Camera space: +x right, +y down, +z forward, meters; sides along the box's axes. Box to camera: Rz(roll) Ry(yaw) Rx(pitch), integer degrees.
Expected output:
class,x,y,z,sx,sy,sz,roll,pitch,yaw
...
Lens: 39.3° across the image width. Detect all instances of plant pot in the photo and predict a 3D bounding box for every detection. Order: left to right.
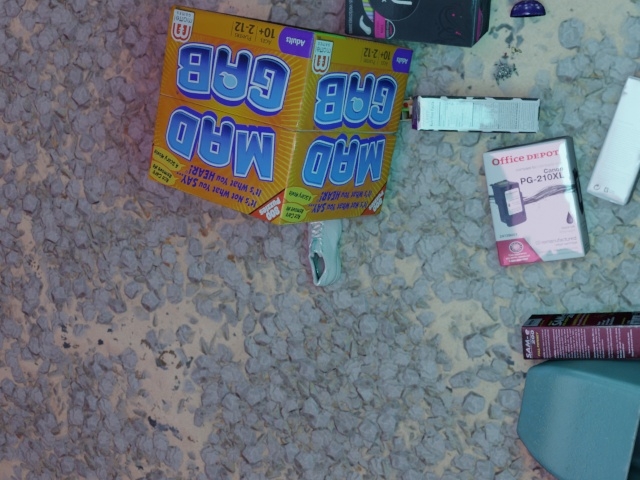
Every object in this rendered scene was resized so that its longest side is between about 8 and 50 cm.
class,x,y,z,sx,sy,sz,roll,pitch,yaw
plant pot,0.534,0.340,1.757,0.252,0.247,0.247,17,105,37

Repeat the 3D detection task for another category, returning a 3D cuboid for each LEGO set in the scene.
class,x,y,z,sx,sy,sz,roll,pitch,yaw
LEGO set,0.379,-0.357,1.832,0.054,0.023,0.083,10,102,22

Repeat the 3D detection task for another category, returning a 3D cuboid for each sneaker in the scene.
class,x,y,z,sx,sy,sz,roll,pitch,yaw
sneaker,0.000,0.000,2.014,0.080,0.094,0.212,-6,95,26

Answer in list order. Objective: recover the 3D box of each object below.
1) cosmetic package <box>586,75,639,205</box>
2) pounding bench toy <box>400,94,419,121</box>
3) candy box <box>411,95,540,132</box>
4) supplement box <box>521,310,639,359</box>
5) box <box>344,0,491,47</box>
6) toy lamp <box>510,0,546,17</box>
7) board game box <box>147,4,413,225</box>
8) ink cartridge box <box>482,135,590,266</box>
class,x,y,z,sx,sy,sz,roll,pitch,yaw
cosmetic package,0.590,-0.192,1.714,0.085,0.117,0.231,23,108,19
pounding bench toy,0.180,-0.278,1.898,0.065,0.083,0.052,-2,97,23
candy box,0.301,-0.248,1.770,0.233,0.159,0.071,2,98,2
supplement box,0.532,0.189,1.788,0.239,0.130,0.073,-4,96,23
box,0.198,-0.494,1.802,0.270,0.143,0.165,10,118,20
toy lamp,0.410,-0.580,1.758,0.080,0.080,0.275,2,101,23
board game box,-0.080,-0.258,1.832,0.356,0.356,0.356,20,106,33
ink cartridge box,0.434,-0.080,1.807,0.172,0.100,0.237,-8,94,24
